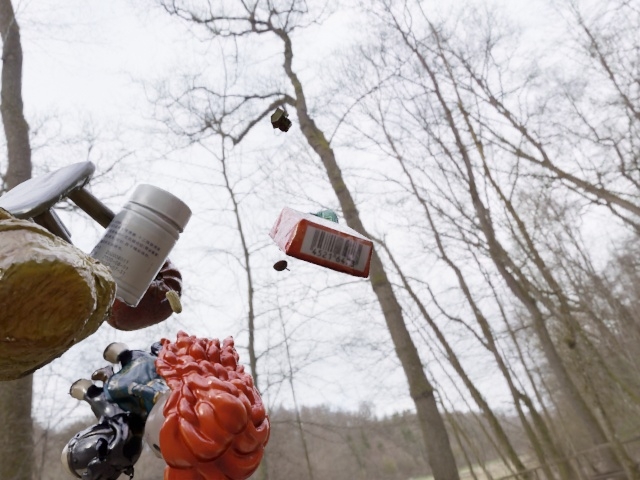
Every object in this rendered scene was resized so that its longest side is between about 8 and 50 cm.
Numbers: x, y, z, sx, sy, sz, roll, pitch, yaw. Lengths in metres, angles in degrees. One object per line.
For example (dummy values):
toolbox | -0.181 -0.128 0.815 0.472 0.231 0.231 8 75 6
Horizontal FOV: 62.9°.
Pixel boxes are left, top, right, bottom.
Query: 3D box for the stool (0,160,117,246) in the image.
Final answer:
stool | -0.778 -0.055 1.510 0.310 0.310 0.226 -13 -60 21

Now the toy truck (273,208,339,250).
toy truck | -0.056 -0.039 2.249 0.279 0.155 0.156 -12 -22 12

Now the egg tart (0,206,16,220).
egg tart | -0.712 -0.024 1.158 0.130 0.052 0.130 3 -64 5

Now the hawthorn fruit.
hawthorn fruit | -0.848 0.237 2.424 0.403 0.403 0.403 -10 -27 -5

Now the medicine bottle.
medicine bottle | -0.537 0.009 1.537 0.190 0.332 0.190 26 -18 9

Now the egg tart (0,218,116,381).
egg tart | -0.594 0.133 1.043 0.153 0.339 0.351 13 -29 44

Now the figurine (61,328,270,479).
figurine | -0.293 0.315 0.970 0.412 0.306 0.241 -6 -60 14

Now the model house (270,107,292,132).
model house | -0.130 -0.383 1.700 0.058 0.057 0.083 -55 -6 -7

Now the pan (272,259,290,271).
pan | -0.158 0.120 2.260 0.068 0.023 0.115 -35 -34 13

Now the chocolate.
chocolate | 0.000 0.000 1.396 0.237 0.108 0.235 16 7 -19

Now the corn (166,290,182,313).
corn | -0.492 0.208 1.767 0.037 0.092 0.037 -23 -31 -14
